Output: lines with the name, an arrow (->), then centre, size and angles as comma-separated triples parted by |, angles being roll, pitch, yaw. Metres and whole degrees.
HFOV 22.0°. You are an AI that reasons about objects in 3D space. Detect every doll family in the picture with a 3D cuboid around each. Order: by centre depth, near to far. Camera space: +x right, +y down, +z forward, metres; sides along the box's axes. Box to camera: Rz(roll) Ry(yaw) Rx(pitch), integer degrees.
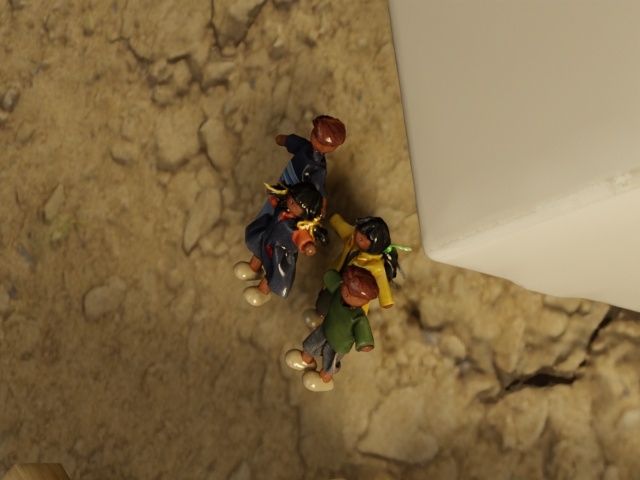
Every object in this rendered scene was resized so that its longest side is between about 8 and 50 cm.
doll family -> 0.000, 0.000, 1.084 | 0.193, 0.076, 0.111 | 52, 134, 30

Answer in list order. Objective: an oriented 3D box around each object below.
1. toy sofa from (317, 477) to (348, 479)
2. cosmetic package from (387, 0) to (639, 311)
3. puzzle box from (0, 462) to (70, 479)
toy sofa -> -0.044, 0.323, 0.942 | 0.150, 0.177, 0.363 | -7, 69, 19
cosmetic package -> 0.150, -0.206, 0.896 | 0.161, 0.230, 0.453 | -20, 69, 36
puzzle box -> -0.186, 0.395, 1.147 | 0.272, 0.052, 0.409 | -48, 59, 22
